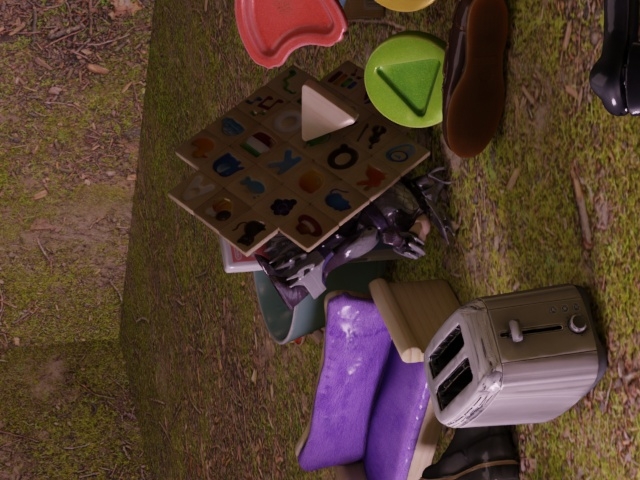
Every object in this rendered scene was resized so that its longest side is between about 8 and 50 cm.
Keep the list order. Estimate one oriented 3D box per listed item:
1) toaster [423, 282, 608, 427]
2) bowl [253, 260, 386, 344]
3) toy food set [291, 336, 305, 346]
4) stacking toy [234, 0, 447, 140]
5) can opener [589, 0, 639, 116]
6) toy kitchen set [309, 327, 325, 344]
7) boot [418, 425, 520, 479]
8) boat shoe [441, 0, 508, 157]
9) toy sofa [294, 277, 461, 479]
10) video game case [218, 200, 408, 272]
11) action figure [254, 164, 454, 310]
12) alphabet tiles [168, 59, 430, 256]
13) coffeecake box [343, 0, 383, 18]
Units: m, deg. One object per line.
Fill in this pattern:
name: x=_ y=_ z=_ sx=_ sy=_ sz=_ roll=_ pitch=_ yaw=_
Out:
toaster: x=0.212 y=0.138 z=1.585 sx=0.227 sy=0.146 sz=0.129 roll=122 pitch=142 yaw=-61
bowl: x=0.000 y=0.000 z=2.160 sx=0.311 sy=0.163 sz=0.311 roll=177 pitch=90 yaw=-75
toy food set: x=-0.047 y=0.153 z=2.573 sx=0.083 sy=0.020 sz=0.083 roll=-147 pitch=55 yaw=-68
stacking toy: x=0.061 y=-0.292 z=1.864 sx=0.130 sy=0.309 sz=0.279 roll=-58 pitch=-46 yaw=-54
can opener: x=0.304 y=-0.215 z=1.401 sx=0.059 sy=0.073 sz=0.186 roll=3 pitch=-94 yaw=-69
toy kitchen set: x=0.008 y=0.126 z=2.388 sx=0.083 sy=0.075 sz=0.068 roll=50 pitch=-169 yaw=-38
boot: x=0.190 y=0.253 z=1.813 sx=0.198 sy=0.077 sz=0.137 roll=-26 pitch=63 yaw=56
boat shoe: x=0.187 y=-0.208 z=1.718 sx=0.073 sy=0.073 sz=0.207 roll=-132 pitch=49 yaw=-64
toy sofa: x=0.086 y=0.234 z=1.941 sx=0.150 sy=0.177 sz=0.362 roll=-114 pitch=28 yaw=-48
video game case: x=-0.012 y=-0.063 z=1.997 sx=0.025 sy=0.285 sz=0.204 roll=125 pitch=138 yaw=-64
action figure: x=0.055 y=-0.017 z=1.877 sx=0.185 sy=0.285 sz=0.099 roll=52 pitch=175 yaw=48
alphabet tiles: x=-0.028 y=-0.120 z=1.919 sx=0.285 sy=0.342 sz=0.011 roll=36 pitch=153 yaw=34
coffeecake box: x=0.033 y=-0.409 z=2.139 sx=0.185 sy=0.068 sz=0.142 roll=-158 pitch=66 yaw=-70
